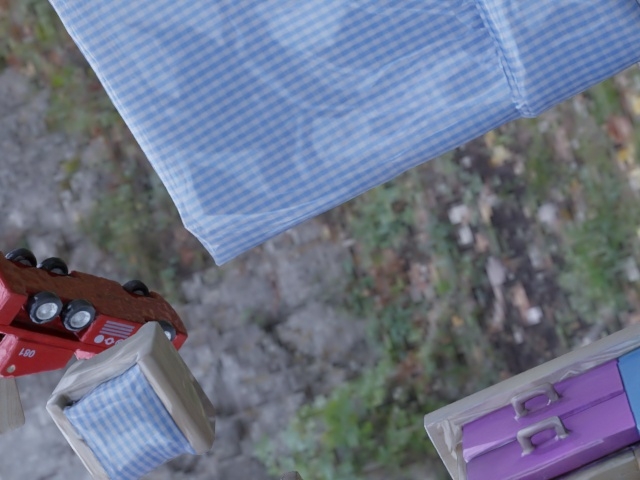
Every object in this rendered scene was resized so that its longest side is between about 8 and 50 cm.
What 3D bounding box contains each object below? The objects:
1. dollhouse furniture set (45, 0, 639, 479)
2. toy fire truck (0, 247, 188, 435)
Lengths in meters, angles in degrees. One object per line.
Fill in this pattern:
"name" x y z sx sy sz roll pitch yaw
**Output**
"dollhouse furniture set" 0.000 0.000 0.390 0.303 0.286 0.198 61 -167 -16
"toy fire truck" -0.183 0.073 0.831 0.192 0.135 0.047 19 -155 -47
